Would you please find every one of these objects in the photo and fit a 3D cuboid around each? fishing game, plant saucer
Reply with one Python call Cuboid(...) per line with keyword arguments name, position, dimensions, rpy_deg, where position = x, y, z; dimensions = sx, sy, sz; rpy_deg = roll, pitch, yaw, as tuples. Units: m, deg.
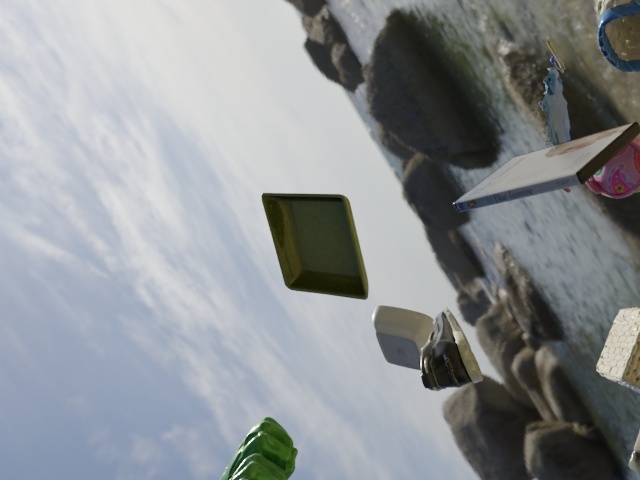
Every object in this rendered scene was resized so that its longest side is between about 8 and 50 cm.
Cuboid(name="fishing game", position=(0.424, -0.223, 1.350), dimensions=(0.189, 0.041, 0.264), rpy_deg=(9, -101, -60))
Cuboid(name="plant saucer", position=(0.000, 0.000, 1.255), dimensions=(0.045, 0.188, 0.189), rpy_deg=(-33, -62, -43))

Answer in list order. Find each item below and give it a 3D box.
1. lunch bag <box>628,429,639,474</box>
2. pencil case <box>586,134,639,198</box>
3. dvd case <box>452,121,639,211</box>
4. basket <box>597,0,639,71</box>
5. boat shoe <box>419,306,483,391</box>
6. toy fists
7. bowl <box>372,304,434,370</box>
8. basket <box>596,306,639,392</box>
Cuboid(name="lunch bag", position=(0.405, 0.099, 0.551), dimensions=(0.286, 0.236, 0.169), rpy_deg=(11, -175, -31))
Cuboid(name="pencil case", position=(0.611, -0.151, 1.414), dimensions=(0.284, 0.124, 0.124), rpy_deg=(-15, -110, -46))
Cuboid(name="dvd case", position=(0.352, -0.113, 1.165), dimensions=(0.253, 0.180, 0.022), rpy_deg=(-14, 109, 56))
Cuboid(name="basket", position=(0.573, -0.333, 1.227), dimensions=(0.254, 0.201, 0.289), rpy_deg=(28, -122, -55))
Cuboid(name="boat shoe", position=(0.173, 0.153, 1.047), dimensions=(0.084, 0.079, 0.233), rpy_deg=(61, -171, -4))
Cuboid(name="toy fists", position=(-0.104, 0.388, 1.180), dimensions=(0.096, 0.142, 0.279), rpy_deg=(30, -166, -2))
Cuboid(name="bowl", position=(0.166, 0.197, 1.431), dimensions=(0.053, 0.141, 0.142), rpy_deg=(-51, -46, -36))
Cuboid(name="basket", position=(0.447, 0.156, 0.984), dimensions=(0.103, 0.113, 0.167), rpy_deg=(22, 178, 11))
